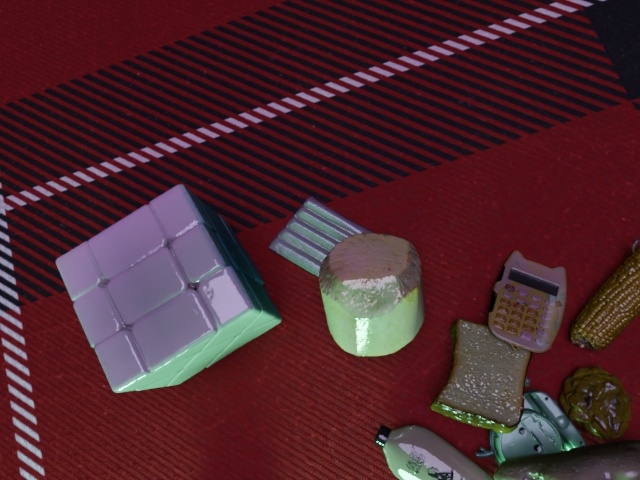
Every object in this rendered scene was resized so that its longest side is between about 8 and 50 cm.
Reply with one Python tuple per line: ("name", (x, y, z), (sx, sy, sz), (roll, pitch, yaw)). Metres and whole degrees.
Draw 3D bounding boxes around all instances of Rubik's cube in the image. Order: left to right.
("Rubik's cube", (-0.316, 0.118, 1.110), (0.319, 0.322, 0.316), (-32, 74, -1))

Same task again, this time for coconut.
("coconut", (0.117, 0.126, 1.095), (0.239, 0.244, 0.239), (-7, 37, 5))

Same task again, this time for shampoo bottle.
("shampoo bottle", (0.237, 0.484, 1.074), (0.257, 0.078, 0.127), (25, 92, 16))

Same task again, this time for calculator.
("calculator", (0.463, 0.142, 1.111), (0.157, 0.033, 0.236), (22, 62, 12))

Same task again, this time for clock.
("clock", (0.442, 0.439, 1.063), (0.211, 0.066, 0.159), (-38, 75, 0))

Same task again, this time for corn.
("corn", (0.662, 0.122, 1.081), (0.106, 0.106, 0.293), (43, 87, 14))

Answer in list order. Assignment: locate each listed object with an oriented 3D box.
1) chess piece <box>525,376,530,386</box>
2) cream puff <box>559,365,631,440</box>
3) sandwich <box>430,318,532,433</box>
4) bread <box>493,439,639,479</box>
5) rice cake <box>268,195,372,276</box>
("chess piece", (0.425, 0.325, 1.105), (0.093, 0.042, 0.042), (-15, 76, -3))
("cream puff", (0.586, 0.342, 1.039), (0.146, 0.116, 0.146), (-2, 81, 9))
("sandwich", (0.352, 0.290, 1.070), (0.186, 0.065, 0.215), (14, 57, 11))
("bread", (0.506, 0.447, 0.928), (0.337, 0.183, 0.102), (-11, 69, 5))
("rice cake", (0.000, 0.000, 1.234), (0.198, 0.037, 0.189), (37, 86, 14))
